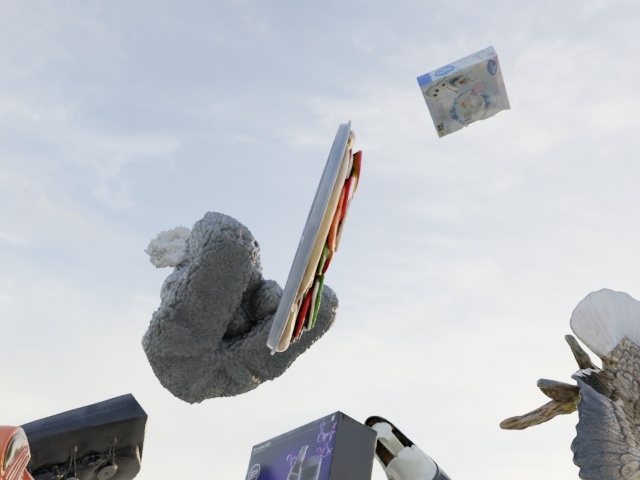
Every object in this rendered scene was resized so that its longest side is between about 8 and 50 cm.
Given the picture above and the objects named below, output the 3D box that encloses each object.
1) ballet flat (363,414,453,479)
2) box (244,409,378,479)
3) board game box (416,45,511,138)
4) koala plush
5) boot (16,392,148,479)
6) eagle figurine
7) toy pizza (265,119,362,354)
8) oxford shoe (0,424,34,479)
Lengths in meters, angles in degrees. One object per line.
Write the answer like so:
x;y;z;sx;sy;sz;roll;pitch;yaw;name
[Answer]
0.152;0.413;1.435;0.096;0.095;0.280;61;-15;-26;ballet flat
-0.029;0.432;1.361;0.103;0.184;0.261;36;-45;-22;box
0.163;-0.166;0.871;0.090;0.020;0.090;-21;-38;10;board game box
-0.125;0.063;0.918;0.196;0.221;0.203;38;-84;-27;koala plush
-0.583;0.495;1.525;0.445;0.146;0.367;-9;-44;-46;boot
0.356;0.205;0.809;0.225;0.226;0.298;36;3;-9;eagle figurine
0.000;0.000;0.635;0.032;0.201;0.201;19;-35;-2;toy pizza
-0.425;0.333;0.984;0.098;0.097;0.271;8;-60;1;oxford shoe
